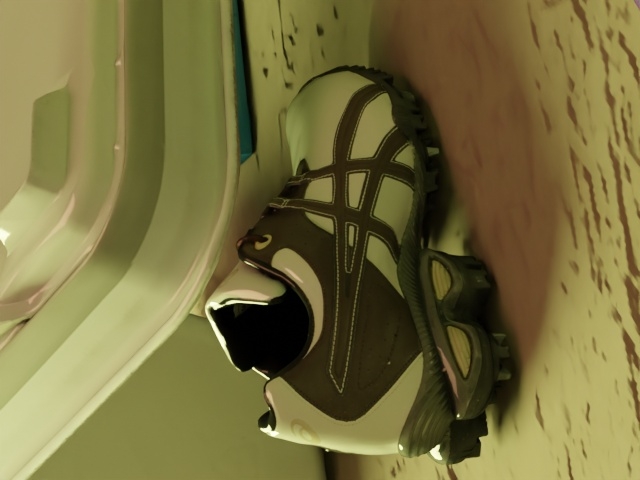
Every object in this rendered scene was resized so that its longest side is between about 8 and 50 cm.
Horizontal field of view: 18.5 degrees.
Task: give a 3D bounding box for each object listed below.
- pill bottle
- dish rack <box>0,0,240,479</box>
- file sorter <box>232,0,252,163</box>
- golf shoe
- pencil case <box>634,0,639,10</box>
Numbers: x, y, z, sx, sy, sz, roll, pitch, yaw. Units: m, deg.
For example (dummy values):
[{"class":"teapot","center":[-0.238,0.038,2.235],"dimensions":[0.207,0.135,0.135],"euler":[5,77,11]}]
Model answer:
[{"class":"pill bottle","center":[-0.112,0.130,1.019],"dimensions":[0.301,0.169,0.169],"euler":[154,111,-74]},{"class":"dish rack","center":[-0.140,-0.055,0.871],"dimensions":[0.285,0.072,0.333],"euler":[-43,39,38]},{"class":"file sorter","center":[-0.110,-0.086,1.086],"dimensions":[0.170,0.104,0.118],"euler":[146,120,-73]},{"class":"golf shoe","center":[0.000,0.000,0.727],"dimensions":[0.198,0.093,0.077],"euler":[-110,21,-50]},{"class":"pencil case","center":[0.100,-0.038,0.401],"dimensions":[0.070,0.064,0.152],"euler":[65,-173,-53]}]
